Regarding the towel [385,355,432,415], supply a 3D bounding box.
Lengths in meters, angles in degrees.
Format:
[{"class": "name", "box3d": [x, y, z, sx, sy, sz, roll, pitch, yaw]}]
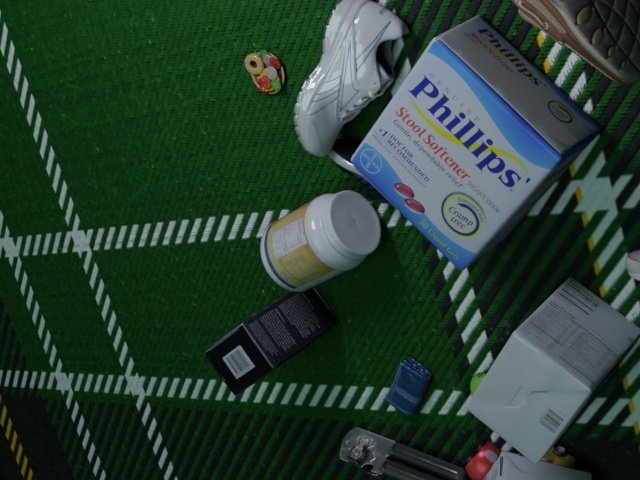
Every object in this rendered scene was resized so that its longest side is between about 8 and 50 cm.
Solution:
[{"class": "towel", "box3d": [0.169, 0.282, 2.056, 0.067, 0.029, 0.119, 35, 131, 20]}]

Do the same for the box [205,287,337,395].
[{"class": "box", "box3d": [-0.094, 0.189, 2.102, 0.108, 0.207, 0.153, 54, 134, 3]}]

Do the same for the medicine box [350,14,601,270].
[{"class": "medicine box", "box3d": [0.235, -0.149, 1.681, 0.263, 0.149, 0.289, 46, 135, 11]}]

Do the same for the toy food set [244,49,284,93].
[{"class": "toy food set", "box3d": [-0.099, -0.307, 1.967, 0.082, 0.020, 0.083, -5, 109, 42]}]

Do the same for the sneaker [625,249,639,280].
[{"class": "sneaker", "box3d": [0.538, -0.024, 1.537, 0.252, 0.103, 0.111, -31, 87, 39]}]

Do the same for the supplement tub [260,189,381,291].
[{"class": "supplement tub", "box3d": [0.000, 0.000, 1.964, 0.199, 0.144, 0.144, -27, 94, 45]}]

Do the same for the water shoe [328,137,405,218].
[{"class": "water shoe", "box3d": [0.089, -0.105, 1.883, 0.203, 0.073, 0.080, 33, 135, 25]}]

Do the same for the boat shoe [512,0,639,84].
[{"class": "boat shoe", "box3d": [0.342, -0.348, 1.520, 0.324, 0.123, 0.116, 49, 163, -1]}]

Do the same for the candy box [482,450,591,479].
[{"class": "candy box", "box3d": [0.363, 0.466, 1.898, 0.165, 0.070, 0.196, 15, 137, -4]}]

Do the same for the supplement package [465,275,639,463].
[{"class": "supplement package", "box3d": [0.373, 0.205, 1.719, 0.149, 0.203, 0.194, 39, 133, 17]}]

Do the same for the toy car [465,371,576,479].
[{"class": "toy car", "box3d": [0.322, 0.347, 1.945, 0.239, 0.053, 0.225, -16, 102, 44]}]

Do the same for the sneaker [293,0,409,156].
[{"class": "sneaker", "box3d": [0.047, -0.262, 1.795, 0.129, 0.111, 0.297, 30, 122, 15]}]

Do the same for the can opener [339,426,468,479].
[{"class": "can opener", "box3d": [0.165, 0.451, 2.140, 0.283, 0.076, 0.095, 16, 154, 33]}]
